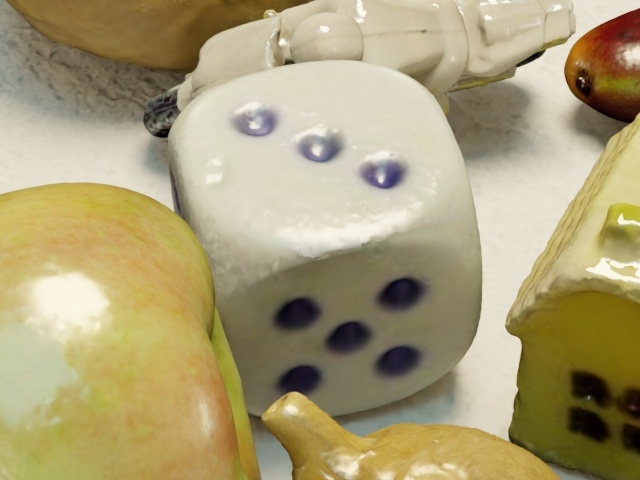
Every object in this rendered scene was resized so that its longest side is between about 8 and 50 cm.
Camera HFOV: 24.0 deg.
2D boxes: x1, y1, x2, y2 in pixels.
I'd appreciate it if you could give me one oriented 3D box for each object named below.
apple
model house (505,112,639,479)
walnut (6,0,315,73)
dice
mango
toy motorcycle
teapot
[{"bbox_3d":[-0.177,0.134,0.861,0.277,0.319,0.319,-13,48,1],"label":"apple"},{"bbox_3d":[0.231,0.033,0.990,0.174,0.234,0.193,22,54,21],"label":"model house"},{"bbox_3d":[-0.136,-0.321,1.274,0.381,0.381,0.381,-1,47,1],"label":"walnut"},{"bbox_3d":[0.000,0.000,1.056,0.191,0.194,0.193,-11,49,-7],"label":"dice"},{"bbox_3d":[0.335,-0.137,1.229,0.267,0.111,0.133,10,29,4],"label":"mango"},{"bbox_3d":[0.029,-0.139,1.179,0.340,0.223,0.108,-12,84,-8],"label":"toy motorcycle"},{"bbox_3d":[0.091,0.195,0.869,0.311,0.167,0.203,34,49,9],"label":"teapot"}]
